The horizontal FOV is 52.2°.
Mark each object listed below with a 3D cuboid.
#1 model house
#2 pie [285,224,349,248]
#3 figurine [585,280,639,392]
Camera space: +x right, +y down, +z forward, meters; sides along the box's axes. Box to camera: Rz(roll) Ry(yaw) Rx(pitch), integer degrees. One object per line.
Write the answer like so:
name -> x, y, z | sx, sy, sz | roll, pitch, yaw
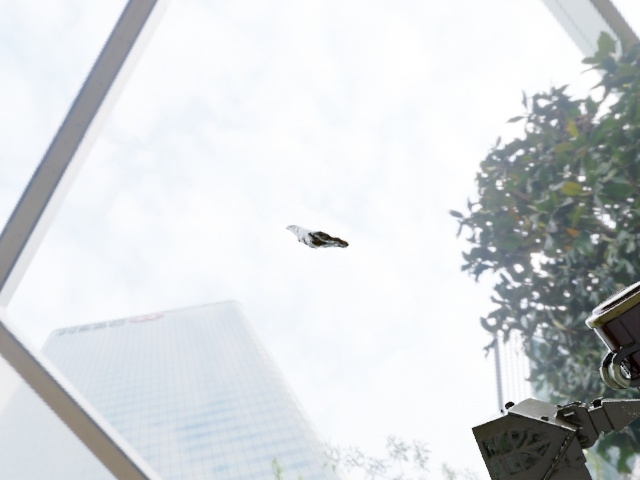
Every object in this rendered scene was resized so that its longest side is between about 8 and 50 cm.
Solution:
model house -> 0.388, 0.307, 0.989 | 0.248, 0.180, 0.176 | -29, -108, 23
pie -> 0.001, 0.000, 1.068 | 0.088, 0.191, 0.033 | 14, -90, -16
figurine -> 0.335, 0.127, 0.659 | 0.098, 0.082, 0.154 | -27, -103, -18
